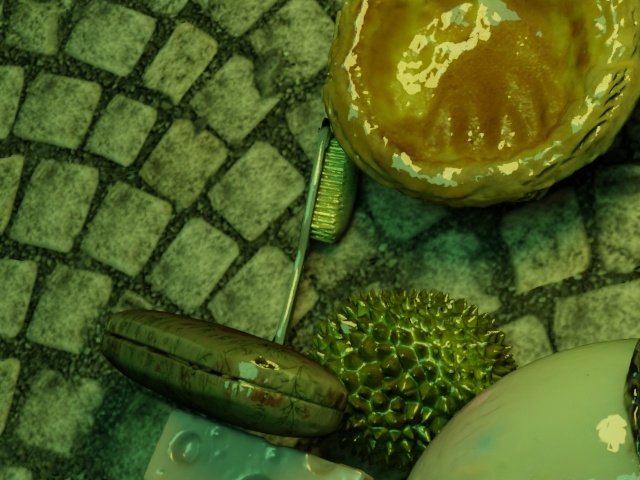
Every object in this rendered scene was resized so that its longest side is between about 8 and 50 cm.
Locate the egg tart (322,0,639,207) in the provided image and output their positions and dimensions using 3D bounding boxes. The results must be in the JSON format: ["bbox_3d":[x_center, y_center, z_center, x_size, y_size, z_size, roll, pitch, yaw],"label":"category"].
[{"bbox_3d":[0.193,-0.206,2.014,0.387,0.169,0.388,-7,70,20],"label":"egg tart"}]

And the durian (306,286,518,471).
[{"bbox_3d":[0.096,0.151,1.913,0.236,0.176,0.200,2,90,13],"label":"durian"}]

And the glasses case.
[{"bbox_3d":[-0.113,0.141,1.913,0.425,0.156,0.098,9,79,64],"label":"glasses case"}]

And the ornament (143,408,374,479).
[{"bbox_3d":[-0.054,0.347,1.853,0.239,0.240,0.240,14,76,28],"label":"ornament"}]

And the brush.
[{"bbox_3d":[0.000,0.000,2.083,0.060,0.068,0.297,12,78,5],"label":"brush"}]

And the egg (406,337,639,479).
[{"bbox_3d":[0.229,0.291,1.696,0.339,0.354,0.355,-21,62,28],"label":"egg"}]
